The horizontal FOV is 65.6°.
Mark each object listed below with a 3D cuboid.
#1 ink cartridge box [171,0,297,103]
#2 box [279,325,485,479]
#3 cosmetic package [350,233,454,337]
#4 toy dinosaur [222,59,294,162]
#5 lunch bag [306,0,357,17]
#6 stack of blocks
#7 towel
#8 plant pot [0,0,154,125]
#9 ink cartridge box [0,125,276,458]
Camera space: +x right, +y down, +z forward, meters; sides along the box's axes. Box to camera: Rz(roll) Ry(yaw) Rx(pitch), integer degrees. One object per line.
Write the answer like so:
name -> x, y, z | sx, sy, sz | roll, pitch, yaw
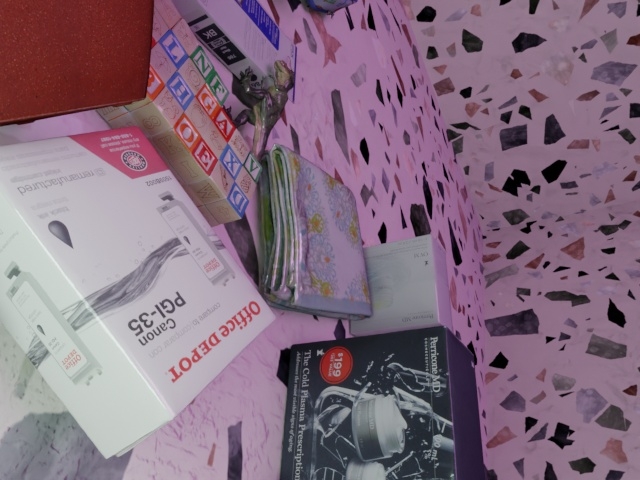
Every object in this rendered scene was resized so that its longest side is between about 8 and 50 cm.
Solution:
ink cartridge box -> -0.159, -0.412, 0.959 | 0.332, 0.065, 0.166 | 36, 48, -51
box -> 0.108, 0.352, 0.871 | 0.179, 0.312, 0.344 | 43, 42, -49
cosmetic package -> 0.198, 0.128, 1.244 | 0.138, 0.223, 0.225 | 36, 48, -54
toy dinosaur -> -0.118, -0.238, 0.914 | 0.118, 0.064, 0.269 | 30, 74, -44
lunch bag -> -0.001, -0.782, 1.380 | 0.304, 0.114, 0.243 | 69, 25, -14
stack of blocks -> -0.205, -0.183, 0.738 | 0.297, 0.087, 0.171 | 57, 33, -35
towel -> 0.000, 0.000, 1.064 | 0.374, 0.090, 0.321 | 25, 58, -58
plant pot -> -0.295, -0.212, 0.408 | 0.267, 0.267, 0.236 | -44, 127, -60
ink cartridge box -> -0.204, 0.037, 0.520 | 0.283, 0.117, 0.207 | 53, 28, -2
